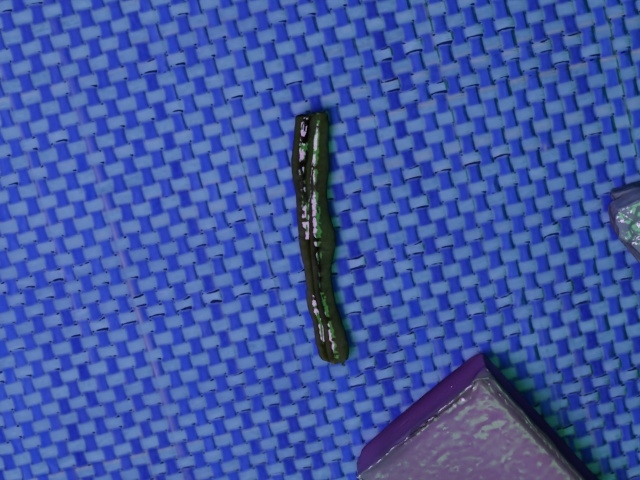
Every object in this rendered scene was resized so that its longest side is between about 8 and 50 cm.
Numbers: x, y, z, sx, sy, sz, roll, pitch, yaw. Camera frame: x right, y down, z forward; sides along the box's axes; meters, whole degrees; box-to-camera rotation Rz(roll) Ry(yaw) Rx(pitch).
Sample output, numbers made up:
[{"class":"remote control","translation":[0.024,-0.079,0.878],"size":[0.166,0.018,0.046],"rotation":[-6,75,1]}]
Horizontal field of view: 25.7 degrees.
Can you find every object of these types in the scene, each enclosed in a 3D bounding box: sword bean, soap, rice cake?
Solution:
[{"class":"sword bean","translation":[0.000,0.001,1.439],"size":[0.043,0.038,0.269],"rotation":[1,105,27]},{"class":"soap","translation":[0.188,0.270,1.471],"size":[0.181,0.081,0.259],"rotation":[-42,99,11]},{"class":"rice cake","translation":[0.366,0.029,1.416],"size":[0.063,0.069,0.206],"rotation":[-39,98,10]}]
